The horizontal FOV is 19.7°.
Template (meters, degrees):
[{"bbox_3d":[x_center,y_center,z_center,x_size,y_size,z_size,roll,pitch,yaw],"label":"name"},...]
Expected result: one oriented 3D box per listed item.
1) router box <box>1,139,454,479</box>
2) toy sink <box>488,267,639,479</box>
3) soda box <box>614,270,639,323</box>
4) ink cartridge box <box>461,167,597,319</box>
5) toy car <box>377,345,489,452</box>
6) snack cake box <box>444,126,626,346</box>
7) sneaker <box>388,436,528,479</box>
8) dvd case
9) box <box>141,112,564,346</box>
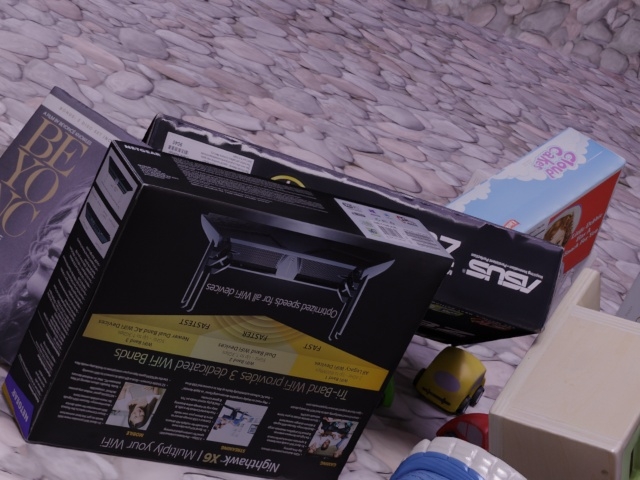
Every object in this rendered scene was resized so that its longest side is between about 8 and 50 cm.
[{"bbox_3d":[-0.075,0.069,1.526,0.309,0.243,0.081,14,23,-33],"label":"router box"},{"bbox_3d":[0.260,0.159,1.689,0.131,0.152,0.234,16,41,24],"label":"toy sink"},{"bbox_3d":[0.349,0.121,1.978,0.074,0.216,0.069,16,21,-28],"label":"soda box"},{"bbox_3d":[0.260,0.007,2.322,0.198,0.115,0.067,37,21,26],"label":"ink cartridge box"},{"bbox_3d":[0.091,0.145,1.832,0.225,0.053,0.239,21,19,-16],"label":"toy car"},{"bbox_3d":[0.229,-0.008,2.124,0.089,0.152,0.264,35,44,25],"label":"snack cake box"},{"bbox_3d":[0.178,0.284,1.477,0.330,0.129,0.147,20,44,29],"label":"sneaker"},{"bbox_3d":[-0.231,-0.005,1.579,0.164,0.221,0.018,33,-9,20],"label":"dvd case"},{"bbox_3d":[0.000,0.000,1.774,0.395,0.097,0.318,18,-7,-9],"label":"box"}]
